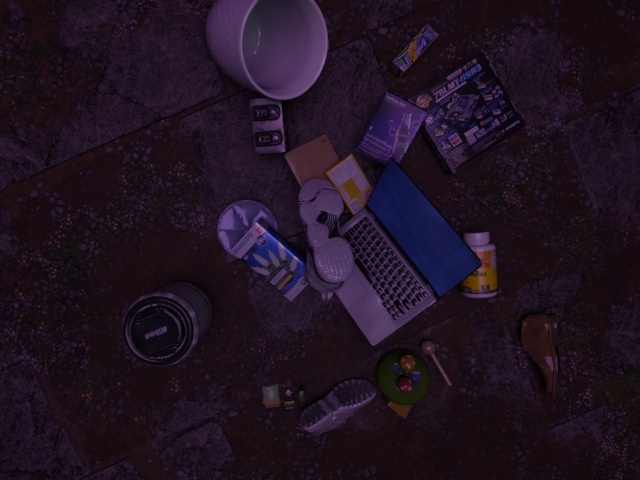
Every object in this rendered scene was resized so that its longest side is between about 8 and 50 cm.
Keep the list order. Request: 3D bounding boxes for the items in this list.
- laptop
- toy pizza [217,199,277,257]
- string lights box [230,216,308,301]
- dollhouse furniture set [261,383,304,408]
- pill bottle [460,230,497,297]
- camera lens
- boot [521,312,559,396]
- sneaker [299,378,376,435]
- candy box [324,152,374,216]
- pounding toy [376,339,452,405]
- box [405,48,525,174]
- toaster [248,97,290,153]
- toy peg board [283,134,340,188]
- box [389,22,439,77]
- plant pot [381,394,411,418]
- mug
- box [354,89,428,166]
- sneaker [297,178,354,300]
[{"bbox_3d":[0.182,0.053,1.206,0.408,0.236,0.382,-39,72,9],"label":"laptop"},{"bbox_3d":[-0.245,-0.036,1.368,0.201,0.032,0.201,0,97,0],"label":"toy pizza"},{"bbox_3d":[-0.148,0.062,1.325,0.259,0.077,0.133,41,103,-10],"label":"string lights box"},{"bbox_3d":[-0.131,0.540,1.400,0.151,0.058,0.076,-6,94,-2],"label":"dollhouse furniture set"},{"bbox_3d":[0.530,0.079,1.365,0.117,0.117,0.215,-5,94,-2],"label":"pill bottle"},{"bbox_3d":[-0.462,0.248,1.258,0.219,0.274,0.219,0,94,-2],"label":"camera lens"},{"bbox_3d":[0.776,0.398,1.424,0.115,0.112,0.305,-5,100,28],"label":"boot"},{"bbox_3d":[0.067,0.580,1.409,0.281,0.105,0.115,-25,128,-4],"label":"sneaker"},{"bbox_3d":[0.109,-0.175,1.338,0.105,0.027,0.206,-37,118,-1],"label":"candy box"},{"bbox_3d":[0.308,0.438,1.350,0.237,0.110,0.183,-20,64,-7],"label":"pounding toy"},{"bbox_3d":[0.478,-0.423,1.352,0.295,0.073,0.293,-34,94,1],"label":"box"},{"bbox_3d":[-0.158,-0.360,1.287,0.110,0.186,0.168,-4,102,0],"label":"toaster"},{"bbox_3d":[-0.023,-0.241,1.352,0.160,0.079,0.161,-30,96,-16],"label":"toy peg board"},{"bbox_3d":[0.308,-0.624,1.337,0.054,0.059,0.169,43,91,-3],"label":"box"},{"bbox_3d":[0.275,0.550,1.409,0.081,0.081,0.083,40,81,-4],"label":"plant pot"},{"bbox_3d":[-0.145,-0.593,1.203,0.374,0.328,0.276,-15,126,-34],"label":"mug"},{"bbox_3d":[0.227,-0.349,1.295,0.153,0.108,0.207,28,109,4],"label":"box"},{"bbox_3d":[0.000,0.000,1.234,0.137,0.210,0.366,-4,57,-13],"label":"sneaker"}]
